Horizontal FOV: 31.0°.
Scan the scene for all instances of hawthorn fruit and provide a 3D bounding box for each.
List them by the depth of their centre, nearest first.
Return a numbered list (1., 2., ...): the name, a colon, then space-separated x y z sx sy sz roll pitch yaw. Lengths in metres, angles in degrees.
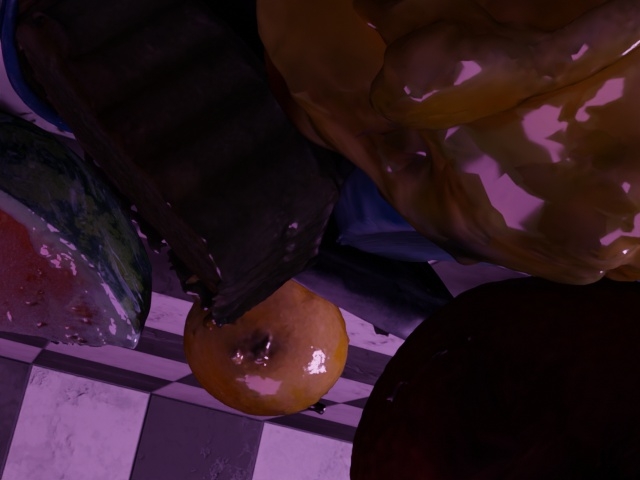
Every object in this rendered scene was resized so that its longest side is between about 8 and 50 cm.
1. hawthorn fruit: 0.167 0.163 0.651 0.295 0.295 0.311 -3 158 41

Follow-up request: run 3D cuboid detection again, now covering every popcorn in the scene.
1. popcorn: 0.077 -0.081 0.419 0.218 0.169 0.189 33 168 28

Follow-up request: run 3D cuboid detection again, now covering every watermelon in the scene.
1. watermelon: -0.259 -0.011 0.889 0.305 0.180 0.224 8 175 21

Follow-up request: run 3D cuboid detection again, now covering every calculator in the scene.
1. calculator: 0.000 0.000 0.835 0.268 0.040 0.177 24 -161 -32

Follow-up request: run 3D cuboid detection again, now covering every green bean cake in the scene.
1. green bean cake: -0.070 -0.051 0.638 0.173 0.094 0.181 50 167 10

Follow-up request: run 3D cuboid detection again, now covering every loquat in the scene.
1. loquat: -0.063 0.099 1.191 0.172 0.149 0.204 -3 144 46

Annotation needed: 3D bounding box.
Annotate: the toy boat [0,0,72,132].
1. toy boat: -0.152 -0.118 0.669 0.046 0.080 0.229 46 165 6

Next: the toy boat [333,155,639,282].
1. toy boat: 0.117 -0.045 0.680 0.215 0.123 0.330 8 175 7
